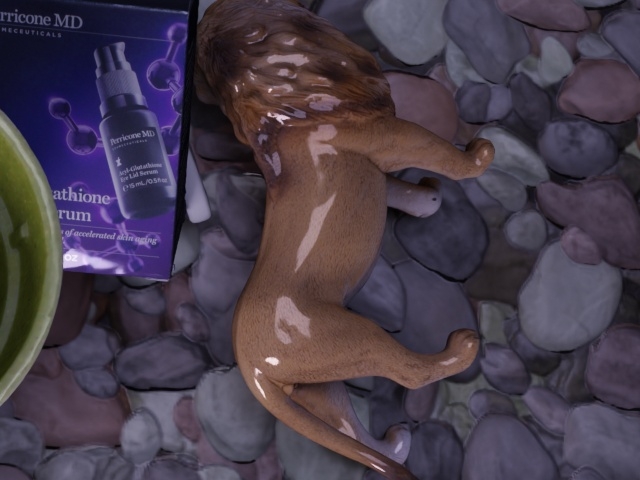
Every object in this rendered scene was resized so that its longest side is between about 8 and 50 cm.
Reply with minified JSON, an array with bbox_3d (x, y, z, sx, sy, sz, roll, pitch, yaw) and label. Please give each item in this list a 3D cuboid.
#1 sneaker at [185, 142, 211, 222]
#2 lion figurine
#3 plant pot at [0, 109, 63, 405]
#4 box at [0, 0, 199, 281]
[{"bbox_3d":[-0.205,-0.118,1.296,0.147,0.104,0.296,-31,101,-2],"label":"sneaker"},{"bbox_3d":[0.000,0.000,1.291,0.240,0.142,0.392,17,61,-27],"label":"lion figurine"},{"bbox_3d":[-0.331,0.040,1.104,0.276,0.254,0.276,6,71,-19],"label":"plant pot"},{"bbox_3d":[-0.170,-0.089,1.196,0.153,0.108,0.207,4,113,-2],"label":"box"}]
